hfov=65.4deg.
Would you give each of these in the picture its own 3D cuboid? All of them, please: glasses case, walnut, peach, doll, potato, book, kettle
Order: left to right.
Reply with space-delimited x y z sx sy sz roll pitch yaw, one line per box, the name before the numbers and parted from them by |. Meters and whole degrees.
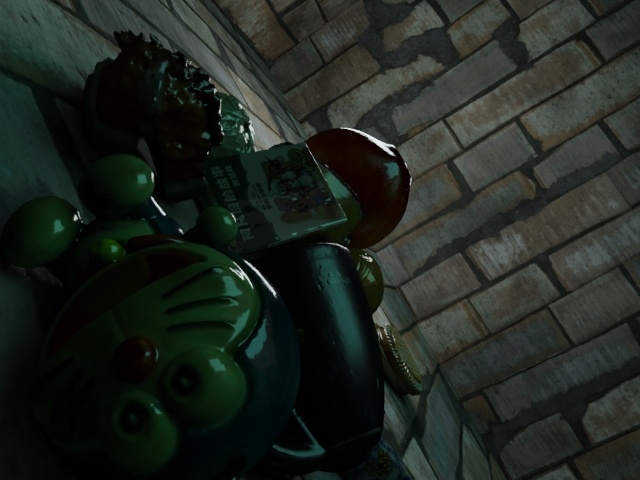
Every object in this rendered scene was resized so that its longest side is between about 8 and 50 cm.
doll | -0.133 0.073 0.421 0.321 0.199 0.186 55 -6 38
book | -0.100 -0.086 0.965 0.201 0.264 0.027 63 -32 16
potato | -0.076 -0.076 1.152 0.300 0.196 0.246 31 -24 30
kettle | -0.034 0.173 0.682 0.269 0.207 0.290 3 61 -42
walnut | 0.065 0.113 1.217 0.193 0.193 0.225 58 4 -2
peach | 0.082 -0.152 1.487 0.388 0.389 0.388 55 11 -16
glasses case | 0.100 0.397 0.850 0.247 0.087 0.065 54 7 -23

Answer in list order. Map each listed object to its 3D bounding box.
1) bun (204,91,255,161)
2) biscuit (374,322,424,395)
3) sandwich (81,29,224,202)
bun | -0.217 -0.251 1.125 0.203 0.127 0.212 59 10 -9
biscuit | 0.234 0.369 1.561 0.259 0.079 0.259 55 13 -19
sandwich | -0.244 -0.173 0.690 0.301 0.162 0.250 -5 -74 68
